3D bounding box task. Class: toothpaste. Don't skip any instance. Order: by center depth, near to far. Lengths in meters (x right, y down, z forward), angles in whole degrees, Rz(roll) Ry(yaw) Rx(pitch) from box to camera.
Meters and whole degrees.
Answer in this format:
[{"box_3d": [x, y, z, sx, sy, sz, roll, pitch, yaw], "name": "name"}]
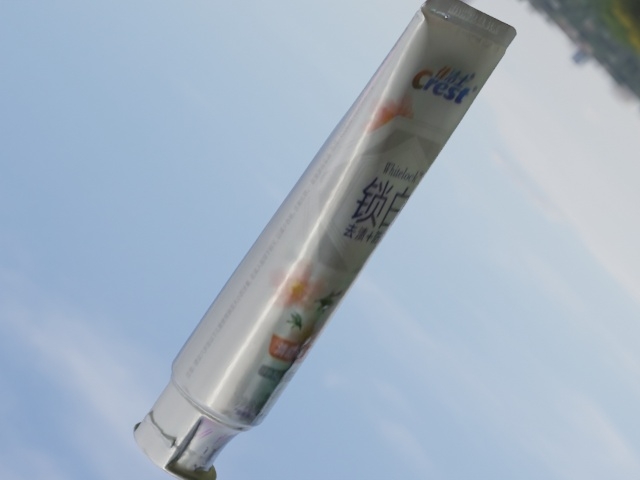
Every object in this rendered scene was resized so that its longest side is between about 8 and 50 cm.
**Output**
[{"box_3d": [0.000, 0.000, 1.044, 0.066, 0.323, 0.100, 43, -164, 32], "name": "toothpaste"}]
